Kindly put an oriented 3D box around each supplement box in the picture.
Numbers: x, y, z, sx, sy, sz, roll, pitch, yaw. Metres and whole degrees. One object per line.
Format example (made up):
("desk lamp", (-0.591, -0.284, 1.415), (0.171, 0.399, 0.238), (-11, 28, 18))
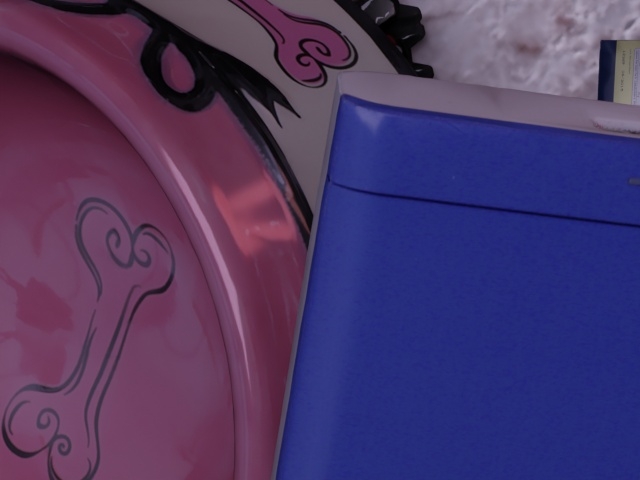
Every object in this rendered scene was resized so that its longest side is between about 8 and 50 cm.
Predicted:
("supplement box", (0.182, -0.063, 0.803), (0.083, 0.083, 0.056), (2, 87, 18))

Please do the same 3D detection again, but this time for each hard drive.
("hard drive", (0.086, 0.102, 0.627), (0.210, 0.040, 0.318), (7, 116, -6))

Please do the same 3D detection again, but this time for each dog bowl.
("dog bowl", (-0.123, 0.051, 0.787), (0.408, 0.150, 0.408), (7, 103, 32))

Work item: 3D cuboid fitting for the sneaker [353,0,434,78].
("sneaker", (0.000, 0.000, 0.849), (0.135, 0.097, 0.276), (-12, 80, 16))
